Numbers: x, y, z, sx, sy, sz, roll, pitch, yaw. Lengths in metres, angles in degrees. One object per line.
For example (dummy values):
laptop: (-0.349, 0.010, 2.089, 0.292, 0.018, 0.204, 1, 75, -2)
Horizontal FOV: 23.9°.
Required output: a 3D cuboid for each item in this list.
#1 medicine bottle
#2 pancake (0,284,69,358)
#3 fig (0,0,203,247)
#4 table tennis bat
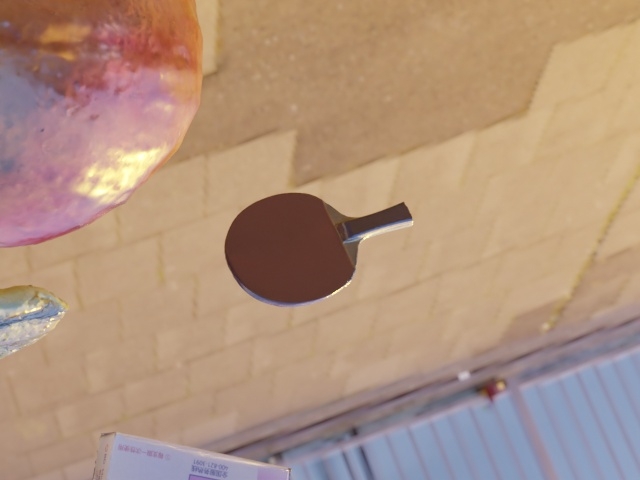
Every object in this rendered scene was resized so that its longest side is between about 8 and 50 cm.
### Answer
medicine bottle: (-0.132, 0.287, 1.475, 0.201, 0.171, 0.052, 18, 160, -27)
pancake: (-0.349, 0.098, 1.392, 0.254, 0.037, 0.253, -23, 170, -4)
fig: (-0.195, -0.097, 0.864, 0.224, 0.224, 0.263, -40, 180, 45)
table tennis bat: (0.000, 0.000, 1.189, 0.158, 0.095, 0.014, -17, 158, -22)
